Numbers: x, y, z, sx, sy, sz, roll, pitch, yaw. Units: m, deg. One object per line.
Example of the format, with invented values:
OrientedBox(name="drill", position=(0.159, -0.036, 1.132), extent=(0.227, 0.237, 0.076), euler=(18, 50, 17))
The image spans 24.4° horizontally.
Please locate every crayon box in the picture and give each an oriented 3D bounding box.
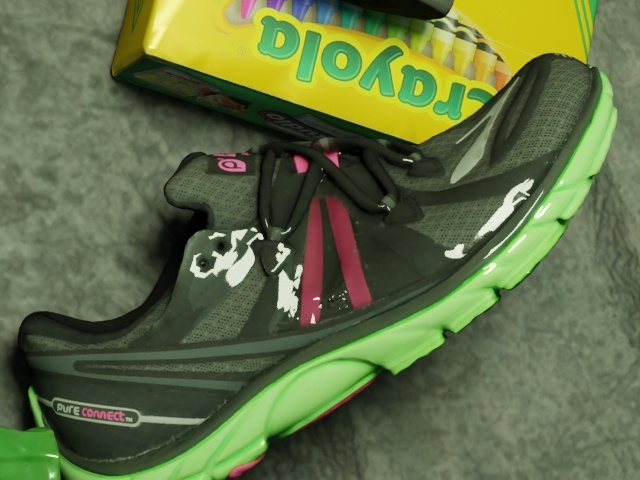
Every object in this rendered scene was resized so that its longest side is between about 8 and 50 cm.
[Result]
OrientedBox(name="crayon box", position=(0.049, -0.228, 1.181), extent=(0.363, 0.106, 0.313), euler=(16, 77, -22))

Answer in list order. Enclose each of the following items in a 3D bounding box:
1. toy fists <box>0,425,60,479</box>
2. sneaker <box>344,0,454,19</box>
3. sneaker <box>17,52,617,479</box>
OrientedBox(name="toy fists", position=(-0.258, 0.249, 0.983), extent=(0.142, 0.096, 0.279), euler=(3, 90, -30))
OrientedBox(name="sneaker", position=(0.011, -0.249, 1.062), extent=(0.228, 0.087, 0.130), euler=(26, 81, -12))
OrientedBox(name="sneaker", position=(0.000, 0.000, 1.036), extent=(0.483, 0.185, 0.202), euler=(-34, 94, -7))
